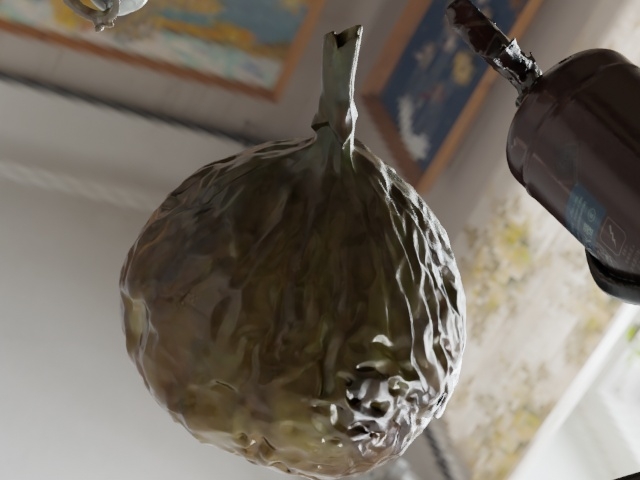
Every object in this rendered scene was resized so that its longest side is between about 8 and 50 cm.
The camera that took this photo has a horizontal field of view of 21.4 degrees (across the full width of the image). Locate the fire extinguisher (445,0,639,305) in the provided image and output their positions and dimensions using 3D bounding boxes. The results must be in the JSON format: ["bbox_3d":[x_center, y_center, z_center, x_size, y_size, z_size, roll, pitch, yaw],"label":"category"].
[{"bbox_3d":[0.189,-0.011,0.901,0.341,0.105,0.141,48,180,31],"label":"fire extinguisher"}]

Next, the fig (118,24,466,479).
[{"bbox_3d":[0.000,0.000,1.295,0.286,0.368,0.286,9,-138,-8],"label":"fig"}]

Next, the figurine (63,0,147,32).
[{"bbox_3d":[-0.176,-0.259,1.496,0.132,0.132,0.153,30,-128,0],"label":"figurine"}]

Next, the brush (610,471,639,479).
[{"bbox_3d":[0.141,0.116,0.685,0.193,0.063,0.016,-16,-150,-18],"label":"brush"}]
